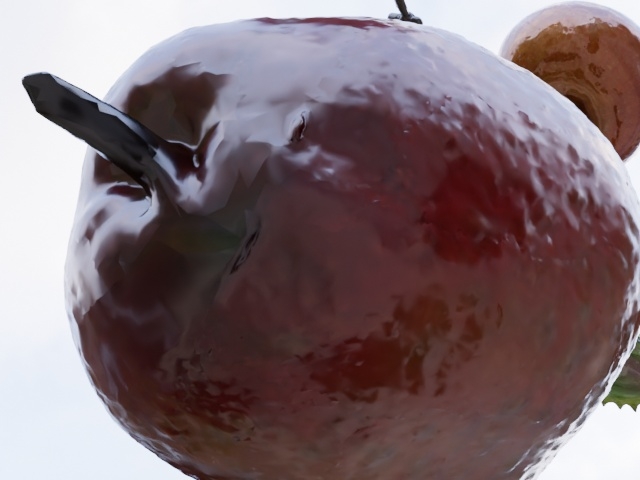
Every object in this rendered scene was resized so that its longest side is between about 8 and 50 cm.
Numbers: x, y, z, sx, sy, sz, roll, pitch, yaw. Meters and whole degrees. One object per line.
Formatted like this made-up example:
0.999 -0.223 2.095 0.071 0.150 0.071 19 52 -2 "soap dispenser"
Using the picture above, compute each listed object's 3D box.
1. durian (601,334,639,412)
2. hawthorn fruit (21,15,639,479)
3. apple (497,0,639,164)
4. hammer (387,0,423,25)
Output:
0.442 0.148 1.458 0.352 0.169 0.158 40 -105 13 "durian"
0.000 0.000 0.459 0.284 0.285 0.369 -40 -42 17 "hawthorn fruit"
0.391 -0.225 1.344 0.251 0.206 0.272 10 -53 35 "apple"
0.091 -0.372 1.226 0.021 0.065 0.178 -41 -57 -20 "hammer"
